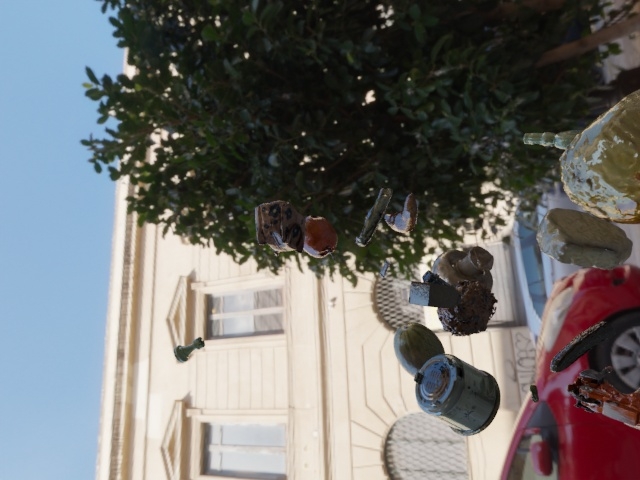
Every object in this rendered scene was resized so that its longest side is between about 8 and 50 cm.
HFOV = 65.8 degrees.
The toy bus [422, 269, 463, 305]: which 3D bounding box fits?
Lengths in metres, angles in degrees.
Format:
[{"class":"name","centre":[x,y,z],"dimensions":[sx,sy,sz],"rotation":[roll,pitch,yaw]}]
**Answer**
[{"class":"toy bus","centre":[0.460,0.178,1.864],"dimensions":[0.166,0.047,0.065],"rotation":[34,-157,-7]}]

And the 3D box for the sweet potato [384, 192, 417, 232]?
[{"class":"sweet potato","centre":[0.214,-0.057,1.272],"dimensions":[0.255,0.058,0.078],"rotation":[110,149,-82]}]

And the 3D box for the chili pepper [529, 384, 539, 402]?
[{"class":"chili pepper","centre":[0.796,0.573,1.843],"dimensions":[0.091,0.030,0.034],"rotation":[-54,-43,-61]}]

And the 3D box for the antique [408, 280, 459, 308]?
[{"class":"antique","centre":[0.404,0.191,1.722],"dimensions":[0.221,0.080,0.081],"rotation":[11,-94,-45]}]

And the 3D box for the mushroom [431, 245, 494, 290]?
[{"class":"mushroom","centre":[0.681,0.143,2.312],"dimensions":[0.290,0.298,0.297],"rotation":[-66,-4,39]}]

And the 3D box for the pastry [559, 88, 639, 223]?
[{"class":"pastry","centre":[0.832,-0.204,1.281],"dimensions":[0.312,0.388,0.389],"rotation":[52,-156,14]}]

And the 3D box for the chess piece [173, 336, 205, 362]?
[{"class":"chess piece","centre":[-0.465,0.386,1.767],"dimensions":[0.067,0.103,0.067],"rotation":[56,-171,-13]}]

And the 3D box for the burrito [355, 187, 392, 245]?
[{"class":"burrito","centre":[0.245,-0.110,2.236],"dimensions":[0.309,0.066,0.096],"rotation":[-61,-7,-13]}]

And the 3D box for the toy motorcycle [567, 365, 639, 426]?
[{"class":"toy motorcycle","centre":[0.951,0.495,1.517],"dimensions":[0.221,0.326,0.147],"rotation":[-6,-77,-37]}]

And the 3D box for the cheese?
[{"class":"cheese","centre":[0.953,-0.004,1.810],"dimensions":[0.326,0.318,0.115],"rotation":[-24,-45,-38]}]

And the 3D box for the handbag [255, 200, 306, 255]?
[{"class":"handbag","centre":[-0.181,-0.048,2.235],"dimensions":[0.251,0.190,0.193],"rotation":[40,-136,-64]}]

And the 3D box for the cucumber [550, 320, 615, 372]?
[{"class":"cucumber","centre":[0.743,0.307,1.418],"dimensions":[0.058,0.215,0.052],"rotation":[56,176,-4]}]

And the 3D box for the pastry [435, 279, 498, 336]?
[{"class":"pastry","centre":[0.618,0.286,2.122],"dimensions":[0.274,0.275,0.193],"rotation":[71,167,-16]}]

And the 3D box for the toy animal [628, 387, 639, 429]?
[{"class":"toy animal","centre":[1.185,0.632,1.733],"dimensions":[0.230,0.210,0.221],"rotation":[30,-168,-25]}]

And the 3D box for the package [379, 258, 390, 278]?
[{"class":"package","centre":[0.323,0.142,2.480],"dimensions":[0.015,0.037,0.110],"rotation":[-23,-36,-36]}]

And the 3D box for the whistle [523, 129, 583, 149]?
[{"class":"whistle","centre":[0.929,-0.398,1.932],"dimensions":[0.126,0.258,0.067],"rotation":[-29,-60,-41]}]

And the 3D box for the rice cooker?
[{"class":"rice cooker","centre":[0.530,0.589,1.900],"dimensions":[0.316,0.317,0.264],"rotation":[58,-156,-35]}]

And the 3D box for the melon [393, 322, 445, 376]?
[{"class":"melon","centre":[0.516,0.578,2.591],"dimensions":[0.329,0.249,0.248],"rotation":[56,-146,-18]}]

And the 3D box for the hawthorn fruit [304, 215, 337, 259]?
[{"class":"hawthorn fruit","centre":[0.000,0.000,2.704],"dimensions":[0.299,0.211,0.211],"rotation":[51,-171,36]}]
